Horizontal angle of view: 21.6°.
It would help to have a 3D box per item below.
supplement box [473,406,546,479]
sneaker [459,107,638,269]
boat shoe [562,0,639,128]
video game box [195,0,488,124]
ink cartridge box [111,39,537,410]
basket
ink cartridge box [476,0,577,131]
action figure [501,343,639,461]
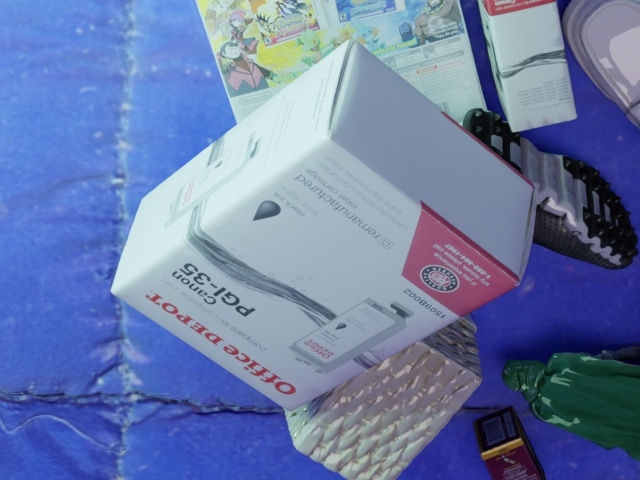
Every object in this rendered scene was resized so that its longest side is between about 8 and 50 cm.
[{"bbox_3d":[0.179,0.207,1.569,0.043,0.055,0.083,-23,118,8],"label":"supplement box"},{"bbox_3d":[0.171,-0.031,1.434,0.234,0.078,0.106,28,140,-34],"label":"sneaker"},{"bbox_3d":[0.314,-0.108,1.387,0.277,0.096,0.098,38,111,-20],"label":"boat shoe"},{"bbox_3d":[0.016,-0.162,1.366,0.205,0.048,0.187,-15,121,4],"label":"video game box"},{"bbox_3d":[0.000,0.000,1.350,0.207,0.117,0.283,36,134,-22],"label":"ink cartridge box"},{"bbox_3d":[0.054,0.125,1.490,0.113,0.103,0.167,31,111,-20],"label":"basket"},{"bbox_3d":[0.160,-0.168,1.343,0.056,0.099,0.135,-13,117,3],"label":"ink cartridge box"},{"bbox_3d":[0.274,0.143,1.537,0.232,0.063,0.137,13,118,-15],"label":"action figure"}]
